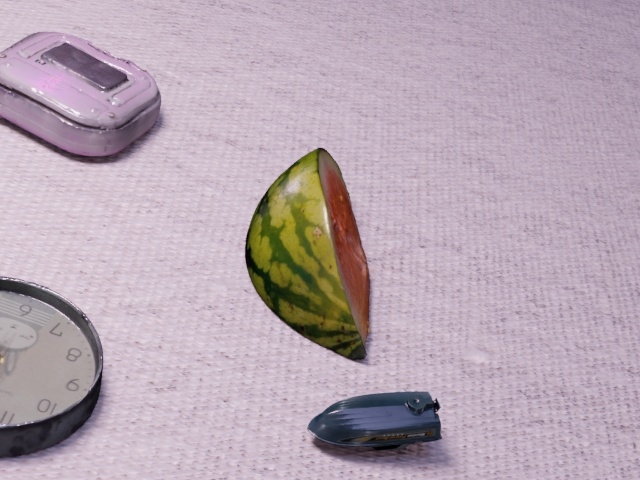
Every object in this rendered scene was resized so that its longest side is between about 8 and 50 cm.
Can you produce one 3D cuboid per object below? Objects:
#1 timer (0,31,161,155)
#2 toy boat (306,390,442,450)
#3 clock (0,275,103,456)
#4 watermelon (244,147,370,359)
[{"bbox_3d":[-0.318,-0.193,1.599,0.208,0.069,0.191,25,35,9],"label":"timer"},{"bbox_3d":[0.054,0.190,1.298,0.141,0.060,0.055,-2,43,-16],"label":"toy boat"},{"bbox_3d":[-0.320,0.118,1.228,0.215,0.042,0.215,13,38,-10],"label":"clock"},{"bbox_3d":[-0.028,0.003,1.482,0.128,0.159,0.303,-20,37,11],"label":"watermelon"}]
